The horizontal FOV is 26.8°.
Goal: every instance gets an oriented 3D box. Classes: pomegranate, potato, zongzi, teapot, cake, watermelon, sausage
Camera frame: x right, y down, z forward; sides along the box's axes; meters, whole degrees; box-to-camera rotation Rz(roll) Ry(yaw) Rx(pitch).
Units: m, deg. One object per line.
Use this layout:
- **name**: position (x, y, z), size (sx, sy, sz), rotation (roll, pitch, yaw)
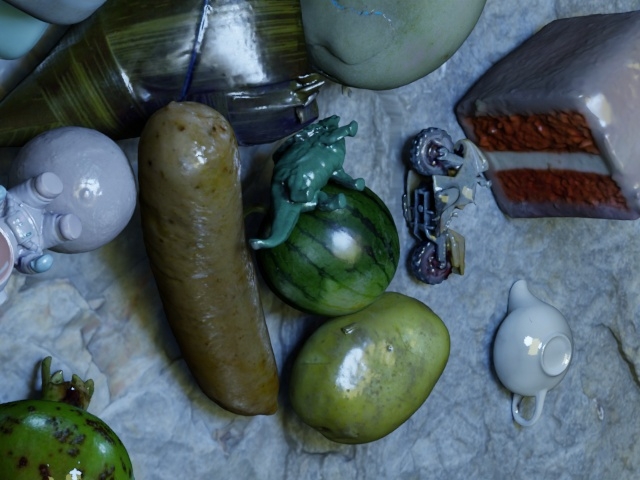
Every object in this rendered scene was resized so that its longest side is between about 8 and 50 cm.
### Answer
- **pomegranate**: position (-0.317, 0.253, 1.555), size (0.211, 0.211, 0.263), rotation (33, 51, -33)
- **potato**: position (0.064, 0.172, 1.834), size (0.228, 0.149, 0.197), rotation (-58, 135, -15)
- **zongzi**: position (-0.230, -0.303, 1.581), size (0.432, 0.208, 0.403), rotation (-6, 92, -18)
- **teapot**: position (0.328, 0.178, 2.061), size (0.145, 0.092, 0.226), rotation (2, 96, -34)
- **cake**: position (0.386, -0.174, 1.939), size (0.230, 0.309, 0.237), rotation (-44, 114, -26)
- **watermelon**: position (0.000, 0.000, 1.756), size (0.215, 0.188, 0.188), rotation (36, 72, -8)
- **sausage**: position (-0.135, 0.037, 1.627), size (0.500, 0.136, 0.123), rotation (82, 30, -43)

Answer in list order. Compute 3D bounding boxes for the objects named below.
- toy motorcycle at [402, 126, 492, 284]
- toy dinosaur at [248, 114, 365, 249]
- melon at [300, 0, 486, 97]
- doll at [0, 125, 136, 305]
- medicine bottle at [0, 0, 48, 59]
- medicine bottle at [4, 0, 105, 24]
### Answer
- **toy motorcycle**: position (0.187, -0.052, 1.936), size (0.130, 0.094, 0.229), rotation (-11, 105, -36)
- **toy dinosaur**: position (-0.009, -0.069, 1.644), size (0.292, 0.120, 0.079), rotation (-84, 161, -53)
- **melon**: position (0.088, -0.343, 1.733), size (0.269, 0.268, 0.330), rotation (19, 92, -35)
- **doll**: position (-0.323, -0.019, 1.435), size (0.287, 0.151, 0.150), rotation (-39, 116, -45)
- **medicine bottle**: position (-0.405, -0.301, 1.467), size (0.225, 0.139, 0.139), rotation (25, 80, -34)
- **medicine bottle**: position (-0.308, -0.413, 1.441), size (0.282, 0.123, 0.375), rotation (31, 42, -27)
